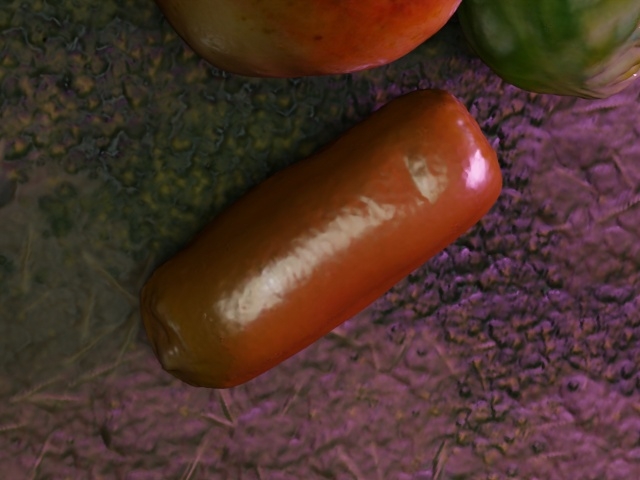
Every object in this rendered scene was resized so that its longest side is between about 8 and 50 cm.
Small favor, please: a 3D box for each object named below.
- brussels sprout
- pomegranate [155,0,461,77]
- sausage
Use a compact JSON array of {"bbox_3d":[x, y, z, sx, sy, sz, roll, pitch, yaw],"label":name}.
[{"bbox_3d":[0.148,-0.148,1.143,0.155,0.117,0.155,-14,120,-25],"label":"brussels sprout"},{"bbox_3d":[-0.007,-0.190,1.072,0.209,0.209,0.209,-2,100,-11],"label":"pomegranate"},{"bbox_3d":[0.000,0.000,1.166,0.238,0.098,0.098,-34,104,-5],"label":"sausage"}]
